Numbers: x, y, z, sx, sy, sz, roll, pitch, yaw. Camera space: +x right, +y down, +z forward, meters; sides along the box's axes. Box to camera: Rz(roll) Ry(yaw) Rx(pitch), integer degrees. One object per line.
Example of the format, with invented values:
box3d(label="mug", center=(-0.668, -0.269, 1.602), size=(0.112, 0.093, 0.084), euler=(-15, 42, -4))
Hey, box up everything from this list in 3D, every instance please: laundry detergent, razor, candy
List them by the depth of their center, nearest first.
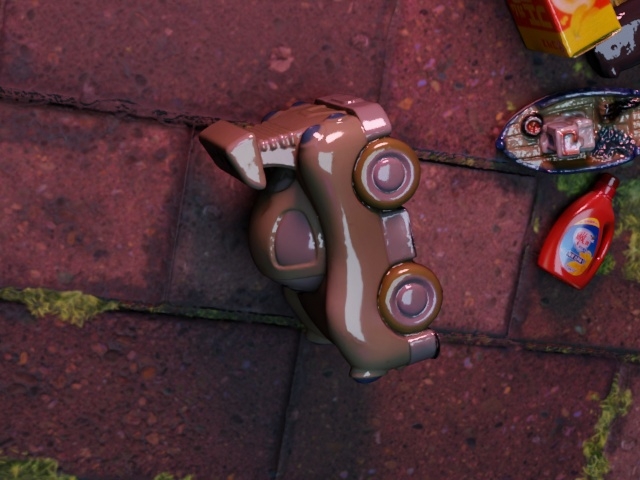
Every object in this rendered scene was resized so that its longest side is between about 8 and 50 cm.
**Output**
box3d(label="candy", center=(0.275, -0.376, 1.671), size=(0.088, 0.146, 0.276), euler=(-30, 108, -8))
box3d(label="razor", center=(0.432, -0.287, 1.785), size=(0.148, 0.054, 0.090), euler=(-29, 105, -9))
box3d(label="laundry detergent", center=(0.378, -0.016, 1.836), size=(0.097, 0.049, 0.165), euler=(28, 92, -27))

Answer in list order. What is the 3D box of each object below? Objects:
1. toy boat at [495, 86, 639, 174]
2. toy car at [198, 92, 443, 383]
box3d(label="toy boat", center=(0.369, -0.148, 1.766), size=(0.262, 0.115, 0.114), euler=(-11, 106, -14))
box3d(label="toy car", center=(0.000, 0.000, 1.625), size=(0.226, 0.242, 0.336), euler=(-14, 105, -16))
